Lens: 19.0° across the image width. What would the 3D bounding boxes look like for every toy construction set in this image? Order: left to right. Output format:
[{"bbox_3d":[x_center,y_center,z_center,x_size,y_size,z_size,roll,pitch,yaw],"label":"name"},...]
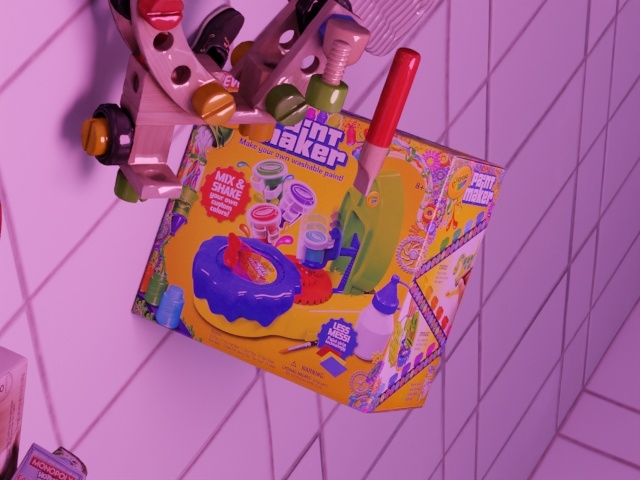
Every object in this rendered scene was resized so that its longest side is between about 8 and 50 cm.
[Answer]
[{"bbox_3d":[-0.076,-0.123,1.765,0.257,0.308,0.237,-14,128,-54],"label":"toy construction set"}]

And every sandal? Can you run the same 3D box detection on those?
[{"bbox_3d":[0.049,-0.309,2.135,0.169,0.102,0.416,-49,168,-8],"label":"sandal"}]

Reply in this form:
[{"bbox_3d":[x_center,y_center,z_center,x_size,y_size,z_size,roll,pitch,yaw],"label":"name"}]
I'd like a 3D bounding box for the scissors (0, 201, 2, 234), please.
[{"bbox_3d":[-0.300,-0.081,1.628,0.109,0.021,0.297,-27,133,-55],"label":"scissors"}]

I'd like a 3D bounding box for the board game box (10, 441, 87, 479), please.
[{"bbox_3d":[-0.266,0.265,1.746,0.194,0.060,0.194,-60,175,14],"label":"board game box"}]

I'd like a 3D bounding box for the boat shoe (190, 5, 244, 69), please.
[{"bbox_3d":[-0.111,-0.188,1.934,0.133,0.042,0.049,-53,151,-37],"label":"boat shoe"}]

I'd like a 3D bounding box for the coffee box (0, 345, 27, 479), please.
[{"bbox_3d":[-0.362,0.189,1.613,0.246,0.098,0.141,-38,144,-52],"label":"coffee box"}]

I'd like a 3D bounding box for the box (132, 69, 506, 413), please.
[{"bbox_3d":[0.000,0.000,2.029,0.177,0.290,0.279,7,103,-67],"label":"box"}]
